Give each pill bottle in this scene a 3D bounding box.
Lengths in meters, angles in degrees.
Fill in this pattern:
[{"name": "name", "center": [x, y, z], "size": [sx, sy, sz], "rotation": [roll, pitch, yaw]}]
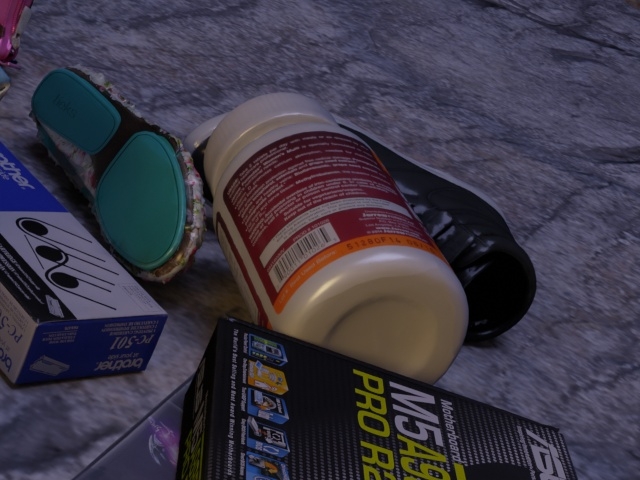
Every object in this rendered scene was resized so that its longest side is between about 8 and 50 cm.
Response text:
[{"name": "pill bottle", "center": [0.000, 0.000, 0.887], "size": [0.121, 0.121, 0.221], "rotation": [11, 29, -28]}]

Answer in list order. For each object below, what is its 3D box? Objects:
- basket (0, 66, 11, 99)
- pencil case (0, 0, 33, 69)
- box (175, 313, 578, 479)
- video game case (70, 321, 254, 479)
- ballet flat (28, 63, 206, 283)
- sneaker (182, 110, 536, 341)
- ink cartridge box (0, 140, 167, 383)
[{"name": "basket", "center": [-0.335, -0.108, 0.716], "size": [0.289, 0.201, 0.255], "rotation": [50, 42, -3]}, {"name": "pencil case", "center": [-0.261, -0.247, 1.122], "size": [0.098, 0.209, 0.095], "rotation": [23, 15, 25]}, {"name": "box", "center": [0.036, 0.155, 0.679], "size": [0.216, 0.060, 0.270], "rotation": [19, 24, -10]}, {"name": "video game case", "center": [-0.008, 0.142, 0.772], "size": [0.196, 0.026, 0.274], "rotation": [29, 25, 10]}, {"name": "ballet flat", "center": [-0.130, -0.047, 0.993], "size": [0.077, 0.091, 0.241], "rotation": [36, 12, -48]}, {"name": "sneaker", "center": [0.041, -0.013, 1.041], "size": [0.295, 0.104, 0.147], "rotation": [18, 19, -25]}, {"name": "ink cartridge box", "center": [-0.193, 0.006, 0.854], "size": [0.097, 0.046, 0.207], "rotation": [-1, 33, -47]}]
